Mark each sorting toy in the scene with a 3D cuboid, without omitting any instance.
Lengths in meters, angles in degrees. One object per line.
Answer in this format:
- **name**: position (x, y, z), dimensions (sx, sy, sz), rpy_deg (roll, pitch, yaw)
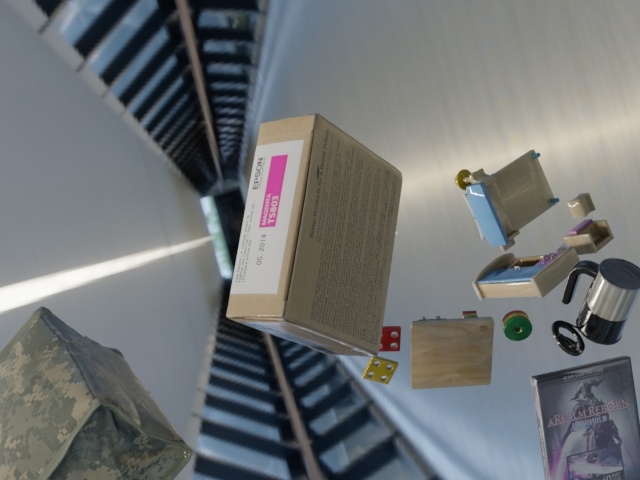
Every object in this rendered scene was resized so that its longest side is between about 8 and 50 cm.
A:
- **sorting toy**: position (0.202, 0.176, 1.562), dimensions (0.046, 0.274, 0.132), rpy_deg (-95, 1, -59)

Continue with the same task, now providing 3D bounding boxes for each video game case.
- **video game case**: position (0.483, 0.358, 1.705), dimensions (0.026, 0.196, 0.274), rpy_deg (-176, 77, -73)

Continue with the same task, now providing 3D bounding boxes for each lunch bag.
- **lunch bag**: position (-0.319, 0.264, 1.081), dimensions (0.169, 0.287, 0.235), rpy_deg (41, 177, -39)

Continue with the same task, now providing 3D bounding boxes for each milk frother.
- **milk frother**: position (0.477, 0.118, 1.650), dimensions (0.143, 0.129, 0.135), rpy_deg (-62, -15, -51)

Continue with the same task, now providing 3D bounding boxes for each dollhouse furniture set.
- **dollhouse furniture set**: position (0.420, -0.062, 2.056), dimensions (0.198, 0.286, 0.303), rpy_deg (-7, 113, 58)

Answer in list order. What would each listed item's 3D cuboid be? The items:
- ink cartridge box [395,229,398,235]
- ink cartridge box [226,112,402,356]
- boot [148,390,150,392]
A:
- **ink cartridge box**: position (0.083, -0.030, 1.507), dimensions (0.048, 0.083, 0.028), rpy_deg (-55, 3, 47)
- **ink cartridge box**: position (0.000, 0.000, 1.098), dimensions (0.193, 0.088, 0.235), rpy_deg (28, -114, -49)
- **boot**: position (-0.303, 0.211, 1.412), dimensions (0.121, 0.045, 0.099), rpy_deg (40, 174, -11)
